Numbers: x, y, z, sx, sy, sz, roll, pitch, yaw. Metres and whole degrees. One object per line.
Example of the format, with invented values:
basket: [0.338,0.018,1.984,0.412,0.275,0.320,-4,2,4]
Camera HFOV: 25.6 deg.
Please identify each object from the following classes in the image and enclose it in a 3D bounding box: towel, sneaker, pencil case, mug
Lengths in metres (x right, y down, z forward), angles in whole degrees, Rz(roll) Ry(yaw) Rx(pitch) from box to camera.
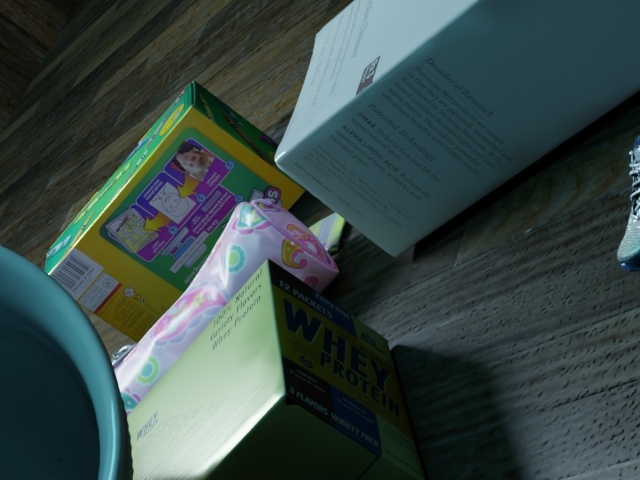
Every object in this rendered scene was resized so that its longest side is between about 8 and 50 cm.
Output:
towel: [0.000,0.000,1.435,0.083,0.009,0.060,-30,31,45]
sneaker: [0.228,-0.043,0.951,0.135,0.058,0.052,-60,22,-13]
pencil case: [-0.108,0.092,1.366,0.284,0.124,0.124,-50,21,9]
mug: [-0.263,0.221,0.964,0.328,0.276,0.374,104,162,-68]

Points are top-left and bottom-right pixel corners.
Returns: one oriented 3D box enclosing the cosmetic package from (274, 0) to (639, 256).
cosmetic package: [0.152,-0.179,1.185,0.385,0.156,0.217,-39,24,37]

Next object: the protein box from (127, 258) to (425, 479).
protein box: [-0.045,0.164,1.103,0.200,0.136,0.201,-48,22,17]

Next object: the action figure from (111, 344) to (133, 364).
action figure: [-0.276,0.200,1.509,0.285,0.185,0.099,-46,52,29]

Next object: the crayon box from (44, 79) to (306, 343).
crayon box: [-0.167,-0.022,1.605,0.278,0.165,0.081,-47,22,16]
